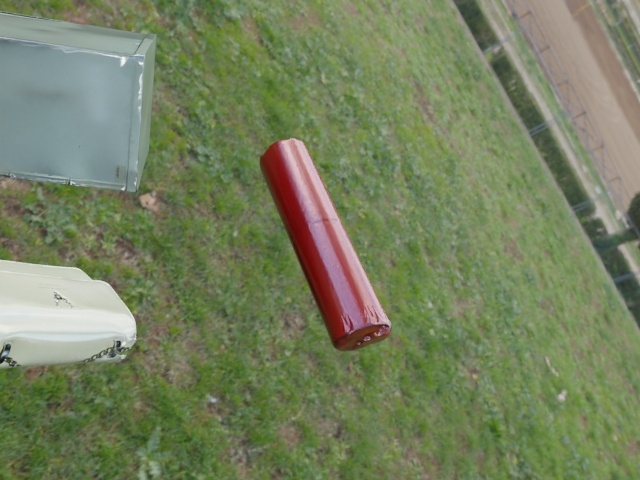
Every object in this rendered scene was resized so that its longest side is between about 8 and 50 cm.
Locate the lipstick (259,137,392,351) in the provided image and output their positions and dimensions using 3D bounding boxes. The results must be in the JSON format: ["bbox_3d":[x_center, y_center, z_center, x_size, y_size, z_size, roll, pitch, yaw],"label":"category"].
[{"bbox_3d":[-0.001,0.000,0.737,0.073,0.073,0.279,16,42,-49],"label":"lipstick"}]

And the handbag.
[{"bbox_3d":[-0.557,0.145,1.185,0.237,0.160,0.359,34,7,25],"label":"handbag"}]

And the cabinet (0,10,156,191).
[{"bbox_3d":[-0.292,-0.152,0.660,0.206,0.150,0.145,5,26,-13],"label":"cabinet"}]
